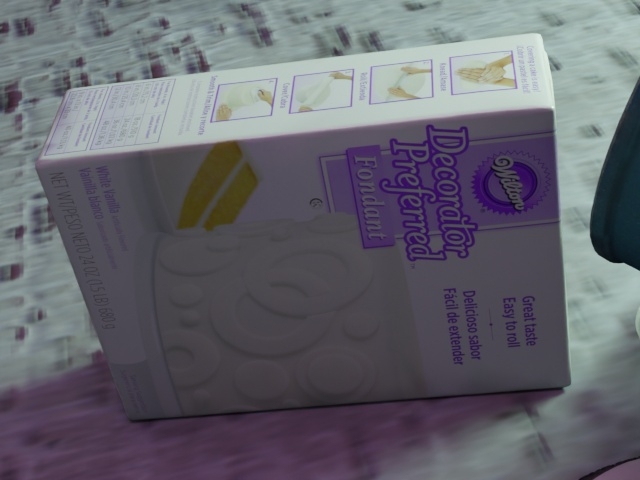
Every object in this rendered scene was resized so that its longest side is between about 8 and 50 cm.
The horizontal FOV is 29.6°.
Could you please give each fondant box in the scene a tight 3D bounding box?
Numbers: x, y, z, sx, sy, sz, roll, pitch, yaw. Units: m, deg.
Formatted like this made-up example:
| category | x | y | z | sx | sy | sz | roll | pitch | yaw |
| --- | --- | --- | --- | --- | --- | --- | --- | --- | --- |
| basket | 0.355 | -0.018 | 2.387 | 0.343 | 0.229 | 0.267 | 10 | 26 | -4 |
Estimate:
| category | x | y | z | sx | sy | sz | roll | pitch | yaw |
| --- | --- | --- | --- | --- | --- | --- | --- | --- | --- |
| fondant box | 0.000 | 0.000 | 0.843 | 0.331 | 0.238 | 0.096 | -6 | 37 | 8 |

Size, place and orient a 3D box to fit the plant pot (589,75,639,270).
| category | x | y | z | sx | sy | sz | roll | pitch | yaw |
| --- | --- | --- | --- | --- | --- | --- | --- | --- | --- |
| plant pot | 0.323 | -0.042 | 0.621 | 0.255 | 0.271 | 0.272 | 34 | 55 | 24 |

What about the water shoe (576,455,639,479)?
| category | x | y | z | sx | sy | sz | roll | pitch | yaw |
| --- | --- | --- | --- | --- | --- | --- | --- | --- | --- |
| water shoe | 0.236 | 0.160 | 0.731 | 0.203 | 0.073 | 0.080 | -16 | 70 | -14 |

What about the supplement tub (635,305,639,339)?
| category | x | y | z | sx | sy | sz | roll | pitch | yaw |
| --- | --- | --- | --- | --- | --- | --- | --- | --- | --- |
| supplement tub | 0.277 | 0.039 | 0.856 | 0.071 | 0.071 | 0.107 | 21 | 47 | 35 |
